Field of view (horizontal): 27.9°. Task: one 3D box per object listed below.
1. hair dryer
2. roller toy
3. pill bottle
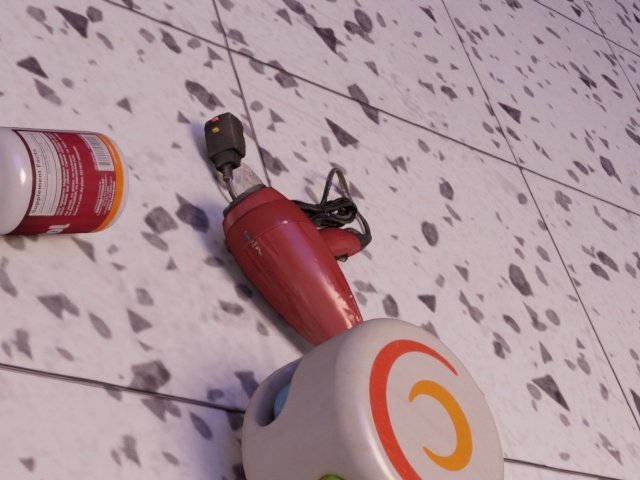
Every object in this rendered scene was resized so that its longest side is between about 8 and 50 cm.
[{"bbox_3d":[0.000,0.000,1.250,0.223,0.080,0.294,23,38,-33],"label":"hair dryer"},{"bbox_3d":[0.040,0.172,1.037,0.209,0.146,0.191,12,55,-45],"label":"roller toy"},{"bbox_3d":[-0.234,-0.047,1.023,0.152,0.086,0.086,-2,55,-50],"label":"pill bottle"}]
